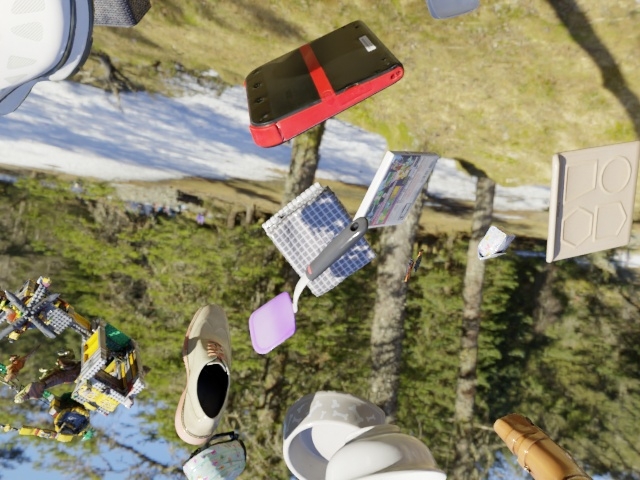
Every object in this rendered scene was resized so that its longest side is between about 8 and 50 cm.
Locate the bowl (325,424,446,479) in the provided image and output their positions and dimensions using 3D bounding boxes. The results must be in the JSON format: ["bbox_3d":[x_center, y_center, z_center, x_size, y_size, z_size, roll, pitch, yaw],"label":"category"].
[{"bbox_3d":[0.138,0.529,1.232,0.298,0.134,0.298,-6,143,-5],"label":"bowl"}]

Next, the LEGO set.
[{"bbox_3d":[-0.466,0.230,0.883,0.331,0.255,0.192,55,171,-28],"label":"LEGO set"}]

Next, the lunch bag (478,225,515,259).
[{"bbox_3d":[0.413,0.011,1.221,0.053,0.083,0.071,44,-156,29],"label":"lunch bag"}]

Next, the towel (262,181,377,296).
[{"bbox_3d":[0.000,0.000,1.525,0.284,0.235,0.121,52,-173,-21],"label":"towel"}]

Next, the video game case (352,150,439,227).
[{"bbox_3d":[0.175,-0.117,1.203,0.183,0.201,0.023,-8,-136,-45],"label":"video game case"}]

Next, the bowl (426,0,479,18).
[{"bbox_3d":[0.323,-0.640,1.312,0.142,0.142,0.053,-20,-166,-14],"label":"bowl"}]

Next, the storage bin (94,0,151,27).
[{"bbox_3d":[-0.561,-0.641,1.373,0.180,0.122,0.084,9,144,11],"label":"storage bin"}]

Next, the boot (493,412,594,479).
[{"bbox_3d":[0.438,0.428,1.010,0.283,0.109,0.220,25,-163,-52],"label":"boot"}]

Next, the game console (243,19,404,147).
[{"bbox_3d":[-0.013,-0.368,1.180,0.342,0.386,0.060,-23,127,6],"label":"game console"}]

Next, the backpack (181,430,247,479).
[{"bbox_3d":[-0.274,0.586,1.348,0.115,0.152,0.182,44,176,21],"label":"backpack"}]

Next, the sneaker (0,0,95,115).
[{"bbox_3d":[-0.461,-0.222,0.614,0.447,0.169,0.257,-17,-160,43],"label":"sneaker"}]

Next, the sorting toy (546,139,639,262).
[{"bbox_3d":[0.478,-0.071,0.912,0.208,0.193,0.038,-12,-160,-20],"label":"sorting toy"}]

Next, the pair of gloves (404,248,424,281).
[{"bbox_3d":[0.251,0.066,1.393,0.010,0.074,0.083,28,-141,26],"label":"pair of gloves"}]

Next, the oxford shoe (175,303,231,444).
[{"bbox_3d":[-0.284,0.325,1.379,0.140,0.397,0.146,19,134,-27],"label":"oxford shoe"}]

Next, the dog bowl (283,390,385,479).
[{"bbox_3d":[0.048,0.610,1.527,0.348,0.349,0.102,6,-151,8],"label":"dog bowl"}]

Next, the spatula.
[{"bbox_3d":[-0.022,0.066,0.753,0.030,0.084,0.296,15,132,-32],"label":"spatula"}]

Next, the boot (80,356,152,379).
[{"bbox_3d":[-0.534,0.332,1.311,0.219,0.106,0.082,-25,-178,19],"label":"boot"}]
